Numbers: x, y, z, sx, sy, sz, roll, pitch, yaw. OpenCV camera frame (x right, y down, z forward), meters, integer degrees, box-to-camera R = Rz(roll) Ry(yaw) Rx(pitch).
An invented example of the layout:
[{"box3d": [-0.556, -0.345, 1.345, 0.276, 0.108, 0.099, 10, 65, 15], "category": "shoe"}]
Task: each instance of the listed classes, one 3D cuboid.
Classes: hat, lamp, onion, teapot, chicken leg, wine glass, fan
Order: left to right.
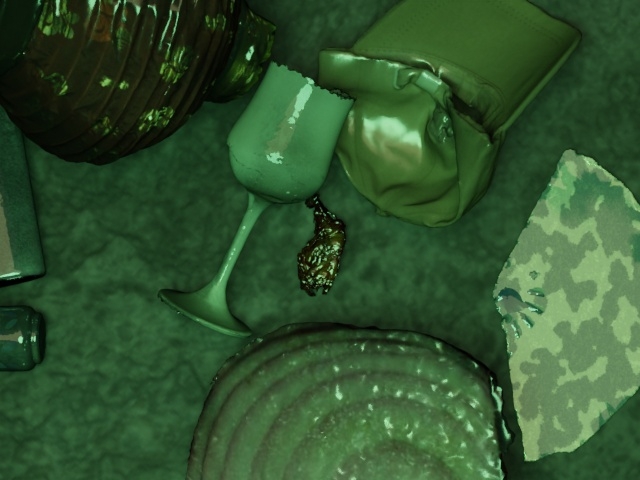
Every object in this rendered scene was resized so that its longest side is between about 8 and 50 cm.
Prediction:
[{"box3d": [-0.247, 0.078, 1.394, 0.083, 0.063, 0.049, -1, 50, 3], "category": "teapot"}, {"box3d": [-0.149, -0.173, 1.341, 0.247, 0.247, 0.247, 0, 82, 0], "category": "lamp"}, {"box3d": [-0.045, -0.032, 1.364, 0.079, 0.079, 0.195, 26, 97, 4], "category": "wine glass"}, {"box3d": [0.002, 0.001, 1.411, 0.036, 0.021, 0.083, 4, 81, 11], "category": "chicken leg"}, {"box3d": [0.031, 0.183, 1.350, 0.247, 0.111, 0.250, 5, 92, 24], "category": "onion"}, {"box3d": [0.107, -0.103, 1.411, 0.173, 0.144, 0.166, -22, 47, -41], "category": "hat"}, {"box3d": [0.193, 0.052, 1.408, 0.131, 0.009, 0.240, 9, 82, 1], "category": "fan"}]

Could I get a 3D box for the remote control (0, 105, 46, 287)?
[{"box3d": [-0.291, -0.145, 1.423, 0.107, 0.044, 0.377, -12, 81, 6], "category": "remote control"}]
